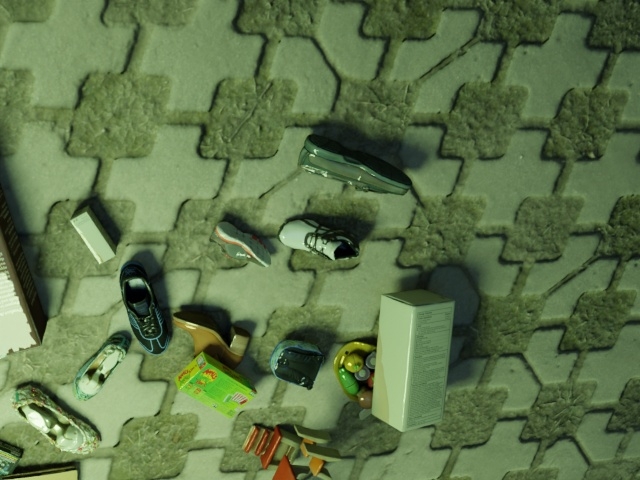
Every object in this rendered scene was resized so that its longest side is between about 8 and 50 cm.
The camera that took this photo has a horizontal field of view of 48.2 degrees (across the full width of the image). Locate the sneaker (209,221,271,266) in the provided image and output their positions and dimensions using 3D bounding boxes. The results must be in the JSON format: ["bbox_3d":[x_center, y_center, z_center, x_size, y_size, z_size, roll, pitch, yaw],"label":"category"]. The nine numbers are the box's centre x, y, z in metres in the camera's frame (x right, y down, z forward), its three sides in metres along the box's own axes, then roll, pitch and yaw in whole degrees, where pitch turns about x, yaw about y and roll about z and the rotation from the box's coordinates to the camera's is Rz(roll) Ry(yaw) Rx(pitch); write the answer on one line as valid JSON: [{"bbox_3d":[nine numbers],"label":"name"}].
[{"bbox_3d":[-0.184,0.018,1.633,0.158,0.061,0.065,36,122,-20],"label":"sneaker"}]

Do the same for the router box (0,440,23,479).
[{"bbox_3d":[-0.758,0.500,1.633,0.122,0.038,0.092,32,97,-21],"label":"router box"}]

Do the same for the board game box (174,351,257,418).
[{"bbox_3d":[-0.240,0.337,1.657,0.092,0.043,0.181,-43,131,5],"label":"board game box"}]

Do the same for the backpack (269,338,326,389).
[{"bbox_3d":[-0.063,0.289,1.719,0.114,0.084,0.105,19,100,-24],"label":"backpack"}]

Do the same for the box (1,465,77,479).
[{"bbox_3d":[-0.658,0.629,1.686,0.164,0.021,0.201,-2,113,-22],"label":"box"}]

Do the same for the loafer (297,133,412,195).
[{"bbox_3d":[0.076,-0.156,1.629,0.267,0.096,0.084,22,120,-12],"label":"loafer"}]

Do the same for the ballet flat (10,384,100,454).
[{"bbox_3d":[-0.606,0.425,1.629,0.091,0.077,0.241,-46,112,2],"label":"ballet flat"}]

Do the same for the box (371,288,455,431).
[{"bbox_3d":[0.224,0.285,1.736,0.147,0.121,0.312,-2,102,-36],"label":"box"}]

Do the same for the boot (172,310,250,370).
[{"bbox_3d":[-0.275,0.257,1.666,0.197,0.073,0.153,24,104,-17],"label":"boot"}]

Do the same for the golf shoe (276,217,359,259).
[{"bbox_3d":[0.000,0.000,1.644,0.198,0.094,0.077,8,105,-15],"label":"golf shoe"}]

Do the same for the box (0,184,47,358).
[{"bbox_3d":[-0.710,0.050,1.458,0.191,0.143,0.382,-13,108,-10],"label":"box"}]

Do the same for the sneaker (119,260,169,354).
[{"bbox_3d":[-0.395,0.163,1.594,0.081,0.090,0.233,-19,110,-8],"label":"sneaker"}]

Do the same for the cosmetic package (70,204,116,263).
[{"bbox_3d":[-0.486,-0.012,1.536,0.041,0.060,0.115,-29,110,-3],"label":"cosmetic package"}]

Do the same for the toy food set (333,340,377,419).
[{"bbox_3d":[0.119,0.356,1.793,0.128,0.071,0.218,-28,111,-5],"label":"toy food set"}]

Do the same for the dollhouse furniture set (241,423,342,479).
[{"bbox_3d":[-0.093,0.552,1.698,0.135,0.259,0.262,22,100,-22],"label":"dollhouse furniture set"}]

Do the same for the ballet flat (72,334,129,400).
[{"bbox_3d":[-0.502,0.296,1.622,0.070,0.070,0.188,32,97,-21],"label":"ballet flat"}]
